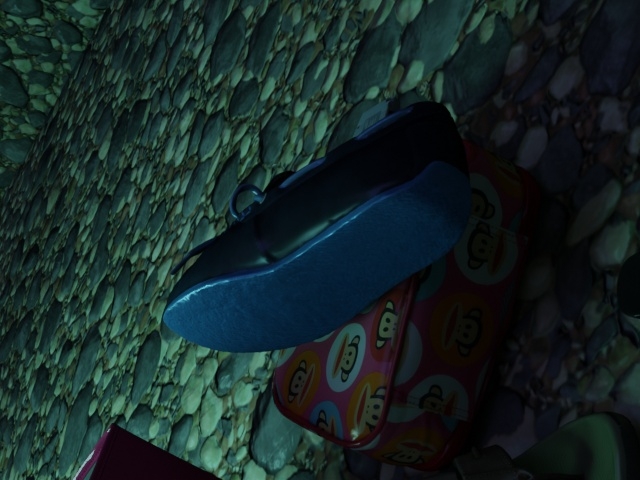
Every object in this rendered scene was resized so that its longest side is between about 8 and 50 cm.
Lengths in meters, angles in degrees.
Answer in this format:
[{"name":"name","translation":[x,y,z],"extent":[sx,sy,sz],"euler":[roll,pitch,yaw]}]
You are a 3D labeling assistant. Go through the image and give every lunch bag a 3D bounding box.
[{"name":"lunch bag","translation":[0.058,0.048,0.951],"extent":[0.258,0.120,0.293],"euler":[11,80,61]}]

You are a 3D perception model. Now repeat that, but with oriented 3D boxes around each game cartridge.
[{"name":"game cartridge","translation":[0.046,-0.089,0.949],"extent":[0.056,0.017,0.083],"euler":[-20,47,52]}]

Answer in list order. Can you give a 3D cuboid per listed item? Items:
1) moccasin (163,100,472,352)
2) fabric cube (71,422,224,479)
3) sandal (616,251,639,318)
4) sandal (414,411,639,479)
[{"name":"moccasin","translation":[0.000,0.000,0.861],"extent":[0.342,0.138,0.116],"euler":[-26,44,38]},{"name":"fabric cube","translation":[-0.166,0.383,0.958],"extent":[0.259,0.258,0.254],"euler":[-52,15,33]},{"name":"sandal","translation":[0.260,0.016,0.687],"extent":[0.179,0.040,0.067],"euler":[-26,51,55]},{"name":"sandal","translation":[0.124,0.211,0.773],"extent":[0.303,0.086,0.120],"euler":[-37,43,48]}]
